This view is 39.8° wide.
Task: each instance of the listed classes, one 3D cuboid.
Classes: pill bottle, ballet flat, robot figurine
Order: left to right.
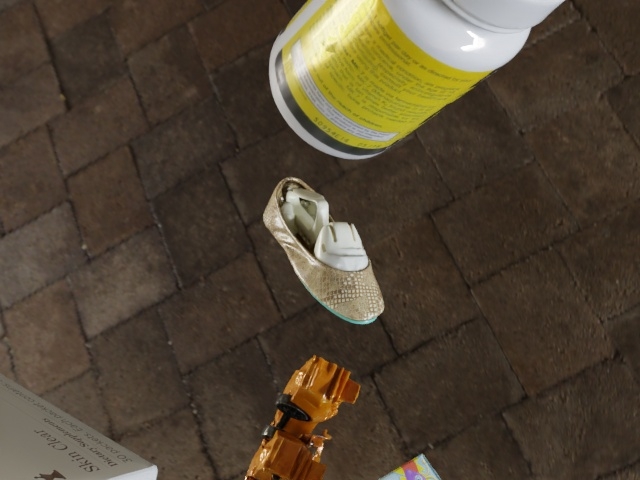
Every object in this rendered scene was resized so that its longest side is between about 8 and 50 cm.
[{"bbox_3d":[-0.033,0.256,1.093,0.085,0.291,0.211,25,64,3],"label":"robot figurine"},{"bbox_3d":[0.000,0.000,0.868,0.073,0.067,0.206,-7,34,-31],"label":"ballet flat"},{"bbox_3d":[0.060,-0.143,0.572,0.119,0.208,0.119,10,68,-26],"label":"pill bottle"}]

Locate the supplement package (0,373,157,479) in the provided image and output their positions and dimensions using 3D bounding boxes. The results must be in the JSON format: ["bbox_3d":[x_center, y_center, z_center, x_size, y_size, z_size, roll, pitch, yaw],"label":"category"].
[{"bbox_3d":[-0.241,0.174,0.468,0.262,0.145,0.204,18,102,34],"label":"supplement package"}]

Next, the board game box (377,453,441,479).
[{"bbox_3d":[0.020,0.334,0.830,0.142,0.275,0.144,55,126,19],"label":"board game box"}]
